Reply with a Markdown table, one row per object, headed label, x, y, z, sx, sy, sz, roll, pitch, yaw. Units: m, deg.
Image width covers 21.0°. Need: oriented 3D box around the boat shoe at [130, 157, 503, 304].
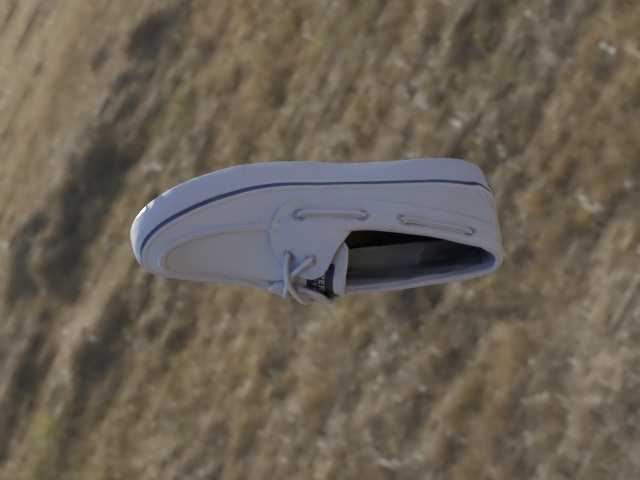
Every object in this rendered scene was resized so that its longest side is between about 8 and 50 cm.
| label | x | y | z | sx | sy | sz | roll | pitch | yaw |
| --- | --- | --- | --- | --- | --- | --- | --- | --- | --- |
| boat shoe | 0.000 | 0.000 | 1.194 | 0.095 | 0.258 | 0.084 | 86 | 173 | -50 |
